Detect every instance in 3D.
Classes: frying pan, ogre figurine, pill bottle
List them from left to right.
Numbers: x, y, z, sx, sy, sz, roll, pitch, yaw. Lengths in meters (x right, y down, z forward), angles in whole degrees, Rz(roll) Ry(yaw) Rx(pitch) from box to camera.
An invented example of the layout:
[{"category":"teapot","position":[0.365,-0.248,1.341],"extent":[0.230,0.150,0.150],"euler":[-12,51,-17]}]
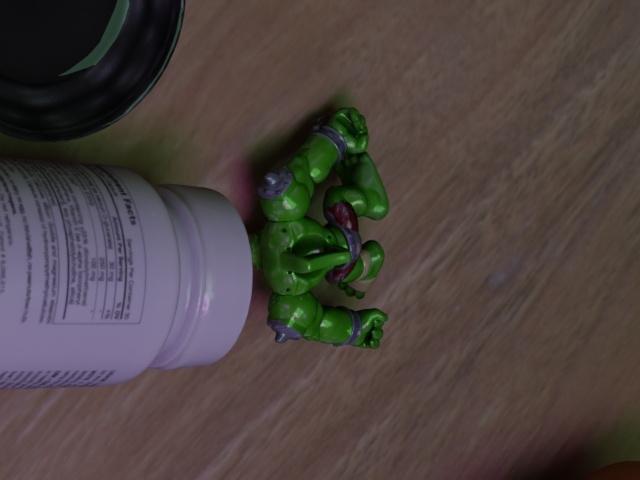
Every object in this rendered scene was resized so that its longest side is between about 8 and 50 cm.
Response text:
[{"category":"frying pan","position":[-0.231,-0.124,1.133],"extent":[0.326,0.053,0.197],"euler":[-43,127,-14]},{"category":"pill bottle","position":[-0.199,0.023,1.140],"extent":[0.283,0.160,0.160],"euler":[3,105,-38]},{"category":"ogre figurine","position":[0.000,0.000,1.326],"extent":[0.118,0.097,0.197],"euler":[-17,128,-44]}]

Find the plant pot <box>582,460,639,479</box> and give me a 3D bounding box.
[{"category":"plant pot","position":[0.290,0.348,1.575],"extent":[0.203,0.291,0.291],"euler":[-44,129,-38]}]
